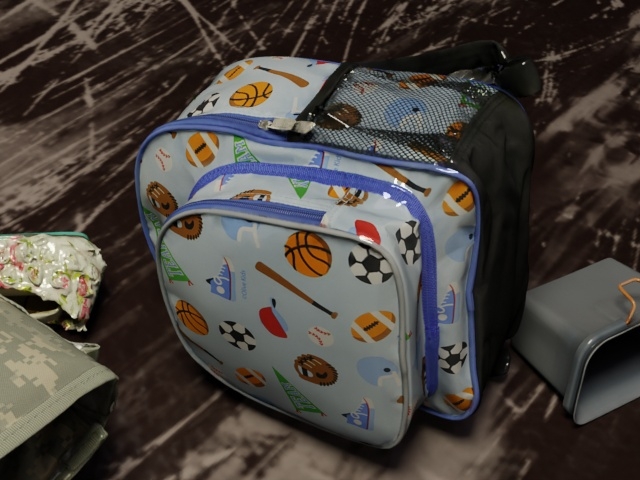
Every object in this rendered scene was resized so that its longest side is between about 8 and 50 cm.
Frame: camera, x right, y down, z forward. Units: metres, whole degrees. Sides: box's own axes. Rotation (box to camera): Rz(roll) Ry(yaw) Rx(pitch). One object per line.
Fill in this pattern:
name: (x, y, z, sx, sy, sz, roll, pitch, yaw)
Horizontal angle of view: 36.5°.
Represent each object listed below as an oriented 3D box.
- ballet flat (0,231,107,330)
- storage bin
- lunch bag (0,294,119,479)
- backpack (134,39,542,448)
ballet flat: (-0.278, 0.037, 0.704, 0.241, 0.091, 0.077, -4, 66, -9)
storage bin: (0.220, 0.065, 0.763, 0.135, 0.098, 0.091, -19, 39, -28)
lunch bag: (-0.285, 0.110, 0.543, 0.235, 0.169, 0.287, 32, 42, 13)
backpack: (0.000, 0.000, 0.683, 0.263, 0.276, 0.213, 19, 40, 29)
